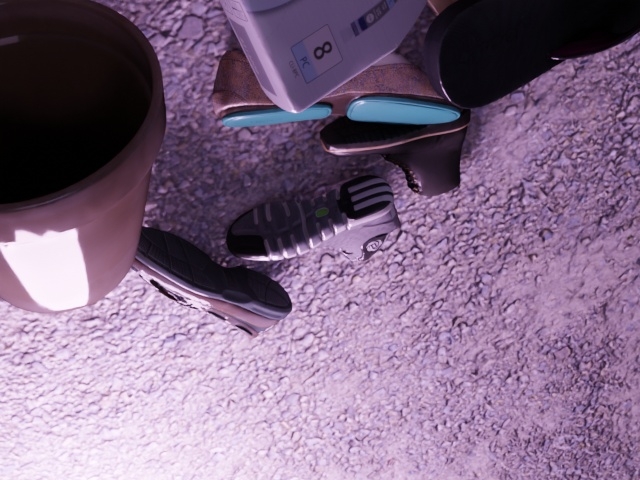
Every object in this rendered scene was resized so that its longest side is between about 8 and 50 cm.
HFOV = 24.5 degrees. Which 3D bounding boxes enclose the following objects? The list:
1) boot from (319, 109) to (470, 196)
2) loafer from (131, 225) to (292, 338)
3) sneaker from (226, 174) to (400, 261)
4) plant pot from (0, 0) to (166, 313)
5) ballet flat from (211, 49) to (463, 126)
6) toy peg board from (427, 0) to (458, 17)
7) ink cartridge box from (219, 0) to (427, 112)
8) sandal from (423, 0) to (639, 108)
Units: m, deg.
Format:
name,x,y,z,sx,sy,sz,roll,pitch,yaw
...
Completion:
name,x,y,z,sx,sy,sz,roll,pitch,yaw
boot,0.100,-0.102,1.907,0.198,0.077,0.137,-10,131,-10
loafer,-0.161,0.066,1.928,0.267,0.096,0.084,24,120,-32
sneaker,0.000,0.000,1.940,0.229,0.086,0.132,-15,148,11
plant pot,-0.320,-0.073,1.677,0.323,0.323,0.280,-15,143,-7
ballet flat,0.025,-0.198,1.795,0.316,0.107,0.106,-1,79,-15
toy peg board,0.204,-0.309,1.805,0.160,0.079,0.161,-45,127,-4
ink cartridge box,0.052,-0.365,1.589,0.385,0.091,0.308,-34,126,-11
sandal,0.331,-0.286,1.771,0.446,0.107,0.167,-34,124,-15
